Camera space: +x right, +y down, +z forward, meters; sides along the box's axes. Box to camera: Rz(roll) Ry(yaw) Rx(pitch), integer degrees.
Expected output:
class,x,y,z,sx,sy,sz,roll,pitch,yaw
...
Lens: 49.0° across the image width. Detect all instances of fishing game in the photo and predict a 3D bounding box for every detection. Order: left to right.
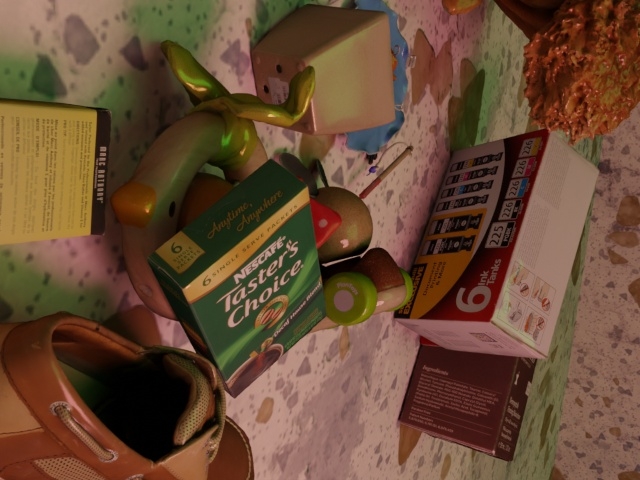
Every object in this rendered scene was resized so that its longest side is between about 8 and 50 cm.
class,x,y,z,sx,sy,sz,roll,pitch,yaw
fishing game,0.068,-0.193,0.829,0.189,0.041,0.264,-45,131,-42

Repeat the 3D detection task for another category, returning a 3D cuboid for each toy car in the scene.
class,x,y,z,sx,sy,sz,roll,pitch,yaw
toy car,0.000,0.000,0.746,0.155,0.149,0.188,-1,74,-67

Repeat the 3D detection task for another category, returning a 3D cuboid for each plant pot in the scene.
class,x,y,z,sx,sy,sz,roll,pitch,yaw
plant pot,-0.003,-0.156,0.673,0.096,0.109,0.109,-34,130,-36

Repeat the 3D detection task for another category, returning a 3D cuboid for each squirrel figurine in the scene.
class,x,y,z,sx,sy,sz,roll,pitch,yaw
squirrel figurine,0.330,-0.339,0.929,0.370,0.281,0.397,-11,71,-52

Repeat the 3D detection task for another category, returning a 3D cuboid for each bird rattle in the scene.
class,x,y,z,sx,sy,sz,roll,pitch,yaw
bird rattle,-0.085,-0.028,0.567,0.207,0.143,0.253,-53,155,-38

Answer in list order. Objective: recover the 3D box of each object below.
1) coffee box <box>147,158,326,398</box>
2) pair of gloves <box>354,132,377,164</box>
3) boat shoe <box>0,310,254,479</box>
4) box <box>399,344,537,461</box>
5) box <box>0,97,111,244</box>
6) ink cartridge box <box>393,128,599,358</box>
class,x,y,z,sx,sy,sz,roll,pitch,yaw
coffee box,-0.052,0.037,0.523,0.113,0.040,0.184,-40,151,-22
pair of gloves,0.059,-0.138,0.877,0.083,0.010,0.074,32,69,-61
boat shoe,-0.125,0.137,0.501,0.324,0.120,0.122,43,25,-57
box,0.261,0.253,1.214,0.168,0.167,0.203,39,66,-58
box,-0.219,-0.038,0.376,0.232,0.058,0.087,-13,112,-59
ink cartridge box,0.246,0.010,1.091,0.130,0.272,0.309,32,69,-27
